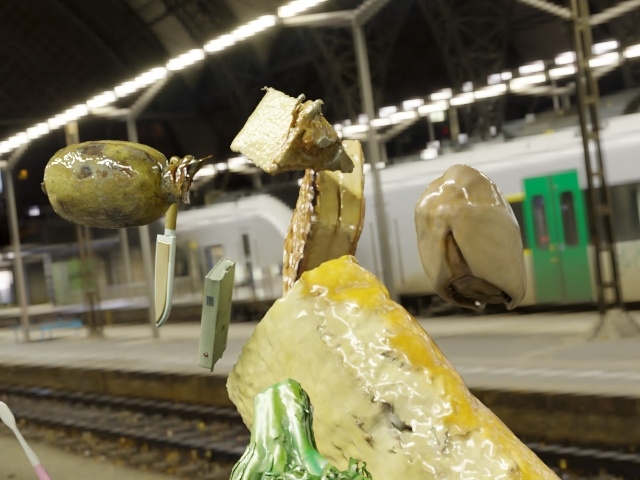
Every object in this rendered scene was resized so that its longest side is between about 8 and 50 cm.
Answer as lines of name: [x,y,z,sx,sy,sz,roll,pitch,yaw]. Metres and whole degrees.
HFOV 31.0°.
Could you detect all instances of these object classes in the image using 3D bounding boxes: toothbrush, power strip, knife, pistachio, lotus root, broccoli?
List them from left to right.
toothbrush: [-0.454,0.384,1.892,0.020,0.286,0.025,-31,10,-16]
lotus root: [-0.308,-0.089,1.843,0.278,0.154,0.154,0,0,7]
knife: [-0.300,0.005,2.272,0.027,0.343,0.061,0,8,-39]
power strip: [-0.113,0.085,1.243,0.019,0.136,0.051,14,30,10]
broccoli: [-0.015,0.205,0.943,0.219,0.194,0.194,28,-24,-38]
pistachio: [0.202,0.004,1.538,0.137,0.238,0.153,2,39,33]

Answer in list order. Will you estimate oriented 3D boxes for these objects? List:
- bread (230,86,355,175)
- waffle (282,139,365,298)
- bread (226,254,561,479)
bread: [-0.036,-0.141,1.713,0.147,0.127,0.152,30,-5,47]
waffle: [0.001,0.000,1.911,0.091,0.213,0.308,7,-42,-8]
bread: [0.082,0.216,1.218,0.165,0.375,0.236,-22,-24,-44]
